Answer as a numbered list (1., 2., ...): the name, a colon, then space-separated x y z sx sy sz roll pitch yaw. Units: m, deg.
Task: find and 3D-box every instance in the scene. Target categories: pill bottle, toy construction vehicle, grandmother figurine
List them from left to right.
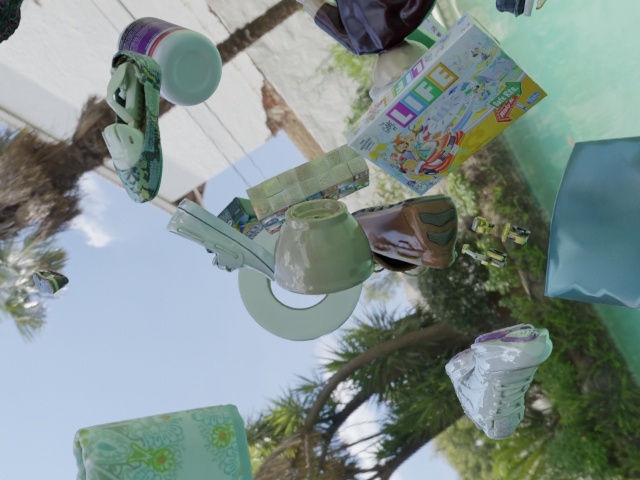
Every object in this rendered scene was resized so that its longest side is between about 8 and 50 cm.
1. pill bottle: -0.405 -0.472 1.389 0.323 0.181 0.181 35 177 41
2. grandmother figurine: 0.053 -0.281 0.561 0.208 0.104 0.342 6 123 61
3. toy construction vehicle: 0.311 0.006 0.960 0.098 0.085 0.035 26 -145 20

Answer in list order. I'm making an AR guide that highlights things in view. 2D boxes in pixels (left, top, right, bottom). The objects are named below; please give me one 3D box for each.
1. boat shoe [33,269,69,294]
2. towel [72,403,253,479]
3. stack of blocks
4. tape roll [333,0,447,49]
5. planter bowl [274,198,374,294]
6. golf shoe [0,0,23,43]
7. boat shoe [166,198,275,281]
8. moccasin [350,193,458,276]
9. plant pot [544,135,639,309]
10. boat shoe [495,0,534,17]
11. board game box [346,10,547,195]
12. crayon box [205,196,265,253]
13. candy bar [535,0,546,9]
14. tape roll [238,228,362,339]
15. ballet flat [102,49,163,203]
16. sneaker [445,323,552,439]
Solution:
1. boat shoe: -0.645 0.098 1.284 0.049 0.152 0.056 -22 -69 -39
2. towel: -0.257 0.499 0.956 0.321 0.090 0.374 8 -118 -47
3. stack of blocks: -0.026 -0.130 1.379 0.171 0.297 0.087 65 180 -77
4. tape roll: 0.173 -0.508 1.233 0.321 0.077 0.321 27 -145 -21
5. planter bowl: 0.000 0.000 0.843 0.162 0.162 0.109 -75 -21 -64
6. golf shoe: -0.586 -0.431 0.979 0.086 0.186 0.067 21 168 30
7. boat shoe: -0.186 0.021 1.078 0.258 0.084 0.095 34 170 -7
8. moccasin: 0.143 0.003 0.998 0.380 0.139 0.146 175 87 -70
9. plant pot: 0.450 -0.033 0.796 0.166 0.166 0.234 -6 -84 -37
10. boat shoe: 0.407 -0.534 1.118 0.095 0.079 0.254 84 -159 -47
11. board game box: 0.113 -0.118 0.503 0.104 0.154 0.026 29 -142 -27
12. crayon box: -0.223 -0.036 1.834 0.323 0.203 0.083 7 -133 -55
13. candy bar: 0.607 -0.669 1.417 0.161 0.018 0.040 90 -161 -79
14. tape roll: -0.061 0.117 1.673 0.072 0.392 0.391 88 159 -74
15. ballet flat: -0.222 -0.136 0.623 0.070 0.070 0.188 27 -128 -60
16. sneaker: 0.289 0.221 0.829 0.305 0.114 0.152 91 166 -66
